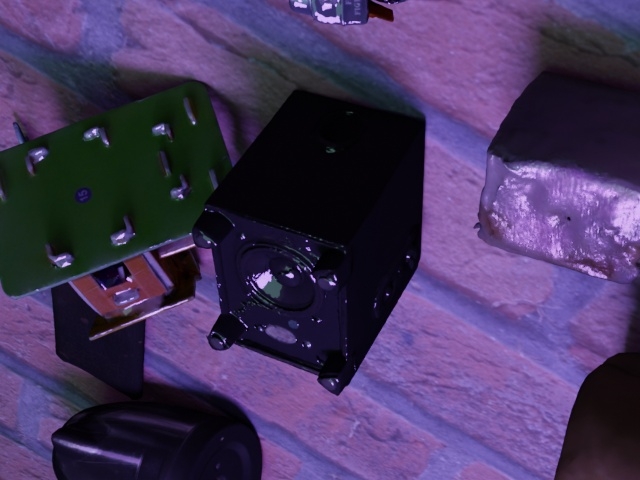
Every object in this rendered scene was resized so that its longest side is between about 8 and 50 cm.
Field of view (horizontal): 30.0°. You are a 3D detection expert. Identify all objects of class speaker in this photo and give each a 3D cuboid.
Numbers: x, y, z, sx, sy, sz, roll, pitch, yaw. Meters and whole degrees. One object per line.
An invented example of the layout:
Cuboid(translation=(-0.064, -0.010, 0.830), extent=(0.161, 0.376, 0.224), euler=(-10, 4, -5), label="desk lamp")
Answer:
Cuboid(translation=(0.000, 0.000, 1.366), extent=(0.184, 0.254, 0.232), euler=(17, 137, 20), label="speaker")

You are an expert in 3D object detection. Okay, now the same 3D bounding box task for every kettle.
Cuboid(translation=(-0.272, 0.381, 1.978), extent=(0.324, 0.228, 0.321), euler=(11, 167, 28), label="kettle")

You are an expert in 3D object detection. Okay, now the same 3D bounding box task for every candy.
Cuboid(translation=(0.266, -0.069, 1.195), extent=(0.195, 0.185, 0.137), euler=(19, 133, 22), label="candy")

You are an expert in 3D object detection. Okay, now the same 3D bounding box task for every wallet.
Cuboid(translation=(-0.345, 0.122, 1.869), extent=(0.170, 0.044, 0.321), euler=(24, 142, 10), label="wallet")

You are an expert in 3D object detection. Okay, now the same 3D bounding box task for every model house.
Cuboid(translation=(-0.250, -0.055, 1.577), extent=(0.300, 0.340, 0.324), euler=(-20, 153, 0), label="model house")

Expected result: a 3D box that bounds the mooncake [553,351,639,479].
Cuboid(translation=(0.395, 0.359, 1.326), extent=(0.262, 0.467, 0.467), euler=(7, 134, 25), label="mooncake")

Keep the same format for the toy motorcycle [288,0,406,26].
Cuboid(translation=(-0.001, -0.350, 1.109), extent=(0.221, 0.148, 0.326), euler=(-2, 127, 4), label="toy motorcycle")
